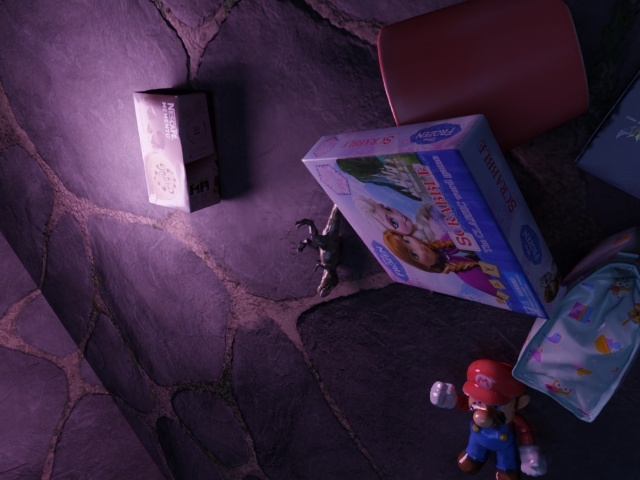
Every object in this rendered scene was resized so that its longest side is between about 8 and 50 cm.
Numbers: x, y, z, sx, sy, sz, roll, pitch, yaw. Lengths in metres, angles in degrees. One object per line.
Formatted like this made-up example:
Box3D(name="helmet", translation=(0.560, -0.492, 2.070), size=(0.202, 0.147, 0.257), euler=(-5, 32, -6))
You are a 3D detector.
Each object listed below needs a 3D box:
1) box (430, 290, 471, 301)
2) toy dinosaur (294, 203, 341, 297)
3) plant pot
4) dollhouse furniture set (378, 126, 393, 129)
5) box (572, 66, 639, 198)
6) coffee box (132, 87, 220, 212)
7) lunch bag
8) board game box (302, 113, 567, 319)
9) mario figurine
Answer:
Box3D(name="box", translation=(0.299, 0.049, 0.887), size=(0.116, 0.029, 0.162), euler=(12, 124, -16))
Box3D(name="toy dinosaur", translation=(0.000, 0.000, 1.092), size=(0.118, 0.064, 0.267), euler=(15, 115, 21))
Box3D(name="plant pot", translation=(0.253, -0.246, 0.702), size=(0.244, 0.275, 0.274), euler=(-15, 101, 26))
Box3D(name="dollhouse furniture set", translation=(0.151, -0.140, 0.908), size=(0.130, 0.129, 0.183), euler=(0, 85, 34))
Box3D(name="box", translation=(0.536, -0.140, 0.670), size=(0.233, 0.059, 0.183), euler=(35, 126, 17))
Box3D(name="coffee box", translation=(-0.371, -0.240, 1.197), size=(0.168, 0.119, 0.296), euler=(15, 117, 30))
Box3D(name="lunch bag", translation=(0.452, 0.114, 0.727), size=(0.160, 0.224, 0.262), euler=(31, 124, 31))
Box3D(name="board game box", translation=(0.163, -0.031, 0.702), size=(0.318, 0.065, 0.318), euler=(50, 158, -28))
Box3D(name="mario figurine", translation=(0.344, 0.393, 0.948), size=(0.198, 0.170, 0.320), euler=(-10, 116, 1))
